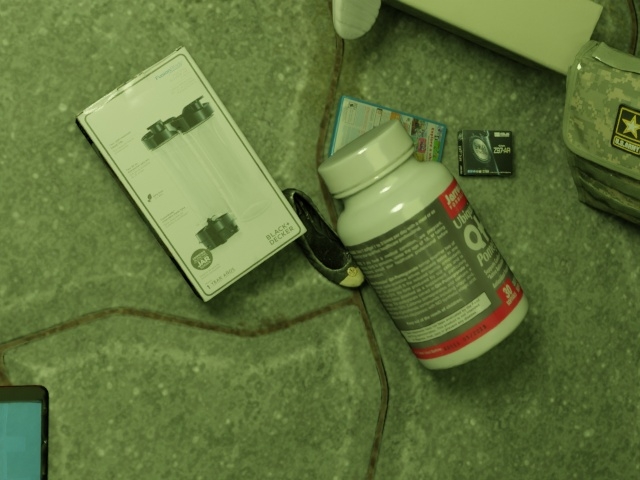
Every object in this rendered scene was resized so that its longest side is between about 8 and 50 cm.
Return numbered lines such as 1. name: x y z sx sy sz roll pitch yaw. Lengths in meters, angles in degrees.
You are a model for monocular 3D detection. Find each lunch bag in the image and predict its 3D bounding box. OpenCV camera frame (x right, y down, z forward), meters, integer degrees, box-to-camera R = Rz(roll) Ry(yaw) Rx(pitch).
1. lunch bag: 0.470 -0.139 1.630 0.169 0.235 0.287 -51 144 -16

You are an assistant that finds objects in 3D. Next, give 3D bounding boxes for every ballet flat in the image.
1. ballet flat: 0.000 0.000 1.615 0.057 0.049 0.173 -45 102 -16

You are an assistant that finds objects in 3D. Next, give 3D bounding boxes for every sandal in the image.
1. sandal: 0.034 -0.388 1.491 0.102 0.076 0.265 -18 129 -38

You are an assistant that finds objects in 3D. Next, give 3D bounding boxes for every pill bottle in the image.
1. pill bottle: 0.133 0.003 1.591 0.176 0.176 0.318 -37 101 -18

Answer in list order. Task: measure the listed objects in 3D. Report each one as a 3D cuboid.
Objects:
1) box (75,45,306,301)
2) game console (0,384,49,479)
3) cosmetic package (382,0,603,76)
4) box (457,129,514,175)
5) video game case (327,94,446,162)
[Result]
1. box: -0.169 -0.086 1.528 0.169 0.087 0.290 -36 99 -9
2. game console: -0.396 0.252 1.441 0.085 0.124 0.144 -1 86 6
3. cosmetic package: 0.217 -0.342 1.647 0.310 0.160 0.113 19 99 -19
4. box: 0.244 -0.129 1.728 0.083 0.018 0.067 0 87 -20
5. video game case: 0.095 -0.129 1.676 0.166 0.015 0.119 14 81 -18
